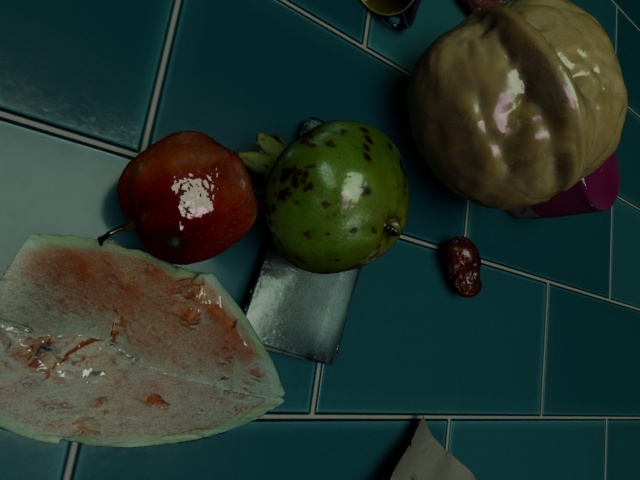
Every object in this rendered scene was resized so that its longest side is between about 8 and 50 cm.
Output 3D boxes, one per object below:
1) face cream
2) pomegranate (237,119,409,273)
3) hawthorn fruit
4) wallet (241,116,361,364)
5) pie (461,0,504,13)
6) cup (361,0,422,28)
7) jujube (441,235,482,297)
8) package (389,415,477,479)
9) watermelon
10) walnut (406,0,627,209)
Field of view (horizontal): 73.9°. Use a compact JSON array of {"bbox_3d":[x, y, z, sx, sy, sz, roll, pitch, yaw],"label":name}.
[{"bbox_3d":[0.533,-0.140,0.963,0.175,0.195,0.175,3,85,-32],"label":"face cream"},{"bbox_3d":[0.004,-0.068,0.583,0.211,0.263,0.211,-35,145,-30],"label":"pomegranate"},{"bbox_3d":[-0.174,-0.042,0.517,0.194,0.157,0.157,-35,105,-36],"label":"hawthorn fruit"},{"bbox_3d":[0.000,0.000,0.692,0.190,0.046,0.379,24,75,-26],"label":"wallet"},{"bbox_3d":[0.365,-0.601,0.979,0.182,0.049,0.183,4,83,-38],"label":"pie"},{"bbox_3d":[0.157,-0.504,0.803,0.155,0.131,0.176,-55,143,-28],"label":"cup"},{"bbox_3d":[0.291,0.055,0.862,0.077,0.077,0.129,-30,107,-31],"label":"jujube"},{"bbox_3d":[0.203,0.479,0.751,0.251,0.062,0.204,53,44,-6],"label":"package"},{"bbox_3d":[-0.197,0.127,0.473,0.305,0.180,0.224,25,75,-26],"label":"watermelon"},{"bbox_3d":[0.346,-0.237,0.776,0.381,0.381,0.382,3,84,-33],"label":"walnut"}]
